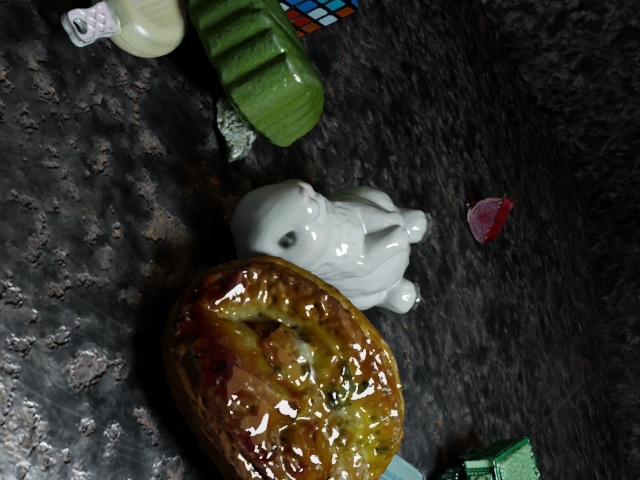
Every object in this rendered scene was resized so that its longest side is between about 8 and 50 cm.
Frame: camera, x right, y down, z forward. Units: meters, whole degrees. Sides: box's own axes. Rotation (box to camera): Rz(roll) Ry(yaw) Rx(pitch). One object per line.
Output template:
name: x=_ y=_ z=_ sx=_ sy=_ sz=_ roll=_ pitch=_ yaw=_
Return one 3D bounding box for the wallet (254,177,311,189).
wallet: x=-0.055 y=-0.062 z=1.226 sx=0.156 sy=0.018 sz=0.082 roll=4 pitch=73 yaw=-58

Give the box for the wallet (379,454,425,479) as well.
wallet: x=0.081 y=0.438 z=1.126 sx=0.176 sy=0.075 sz=0.251 roll=36 pitch=43 yaw=-26

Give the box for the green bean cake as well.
green bean cake: x=-0.086 y=-0.263 z=1.096 sx=0.222 sy=0.124 sz=0.248 roll=64 pitch=10 yaw=13

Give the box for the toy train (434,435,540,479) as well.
toy train: x=0.324 y=0.464 z=1.455 sx=0.269 sy=0.154 sz=0.115 roll=5 pitch=73 yaw=-59

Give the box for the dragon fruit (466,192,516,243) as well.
dragon fruit: x=0.445 y=-0.071 z=2.007 sx=0.102 sy=0.096 sz=0.147 roll=14 pitch=105 yaw=-52

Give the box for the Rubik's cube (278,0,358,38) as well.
Rubik's cube: x=-0.066 y=-0.456 z=1.249 sx=0.187 sy=0.182 sz=0.184 roll=6 pitch=68 yaw=-59

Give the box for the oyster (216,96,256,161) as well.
oyster: x=-0.128 y=-0.175 z=1.141 sx=0.098 sy=0.037 sz=0.100 roll=-29 pitch=100 yaw=-61

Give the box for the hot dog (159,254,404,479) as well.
hot dog: x=-0.038 y=0.200 z=0.945 sx=0.267 sy=0.174 sz=0.388 roll=-43 pitch=113 yaw=-33

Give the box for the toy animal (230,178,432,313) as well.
toy animal: x=0.000 y=0.000 z=1.103 sx=0.357 sy=0.257 sz=0.194 roll=13 pitch=75 yaw=-46

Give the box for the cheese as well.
cheese: x=-0.254 y=-0.294 z=0.964 sx=0.137 sy=0.064 sz=0.227 roll=60 pitch=30 yaw=-15
